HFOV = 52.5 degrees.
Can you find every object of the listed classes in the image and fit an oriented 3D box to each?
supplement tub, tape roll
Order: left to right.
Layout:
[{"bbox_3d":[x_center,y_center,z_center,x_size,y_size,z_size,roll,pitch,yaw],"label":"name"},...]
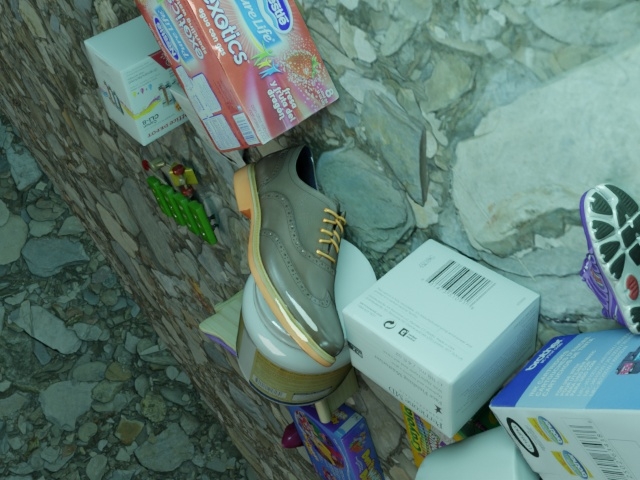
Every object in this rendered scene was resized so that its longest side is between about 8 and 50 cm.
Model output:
[{"bbox_3d":[-0.029,0.143,1.135,0.228,0.228,0.316,46,154,15],"label":"supplement tub"},{"bbox_3d":[0.263,0.374,0.861,0.169,0.246,0.246,-35,91,36],"label":"tape roll"}]

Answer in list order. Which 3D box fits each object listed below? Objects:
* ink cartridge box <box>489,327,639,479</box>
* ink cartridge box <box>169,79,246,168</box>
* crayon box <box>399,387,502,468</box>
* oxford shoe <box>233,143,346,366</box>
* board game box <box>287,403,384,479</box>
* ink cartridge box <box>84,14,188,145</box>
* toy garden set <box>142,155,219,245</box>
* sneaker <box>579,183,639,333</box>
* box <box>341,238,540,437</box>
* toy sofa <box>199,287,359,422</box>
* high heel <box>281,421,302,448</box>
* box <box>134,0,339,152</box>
[{"bbox_3d":[0.366,0.233,0.674,0.270,0.151,0.395,55,153,-2],"label":"ink cartridge box"},{"bbox_3d":[-0.186,-0.209,1.201,0.145,0.045,0.179,34,166,34],"label":"ink cartridge box"},{"bbox_3d":[0.228,0.324,1.099,0.165,0.081,0.278,26,143,44],"label":"crayon box"},{"bbox_3d":[-0.023,0.002,0.923,0.130,0.133,0.363,40,-156,-54],"label":"oxford shoe"},{"bbox_3d":[0.044,0.535,1.674,0.233,0.078,0.347,26,143,44],"label":"board game box"},{"bbox_3d":[-0.332,-0.297,1.211,0.127,0.128,0.176,39,152,27],"label":"ink cartridge box"},{"bbox_3d":[-0.336,-0.119,1.537,0.244,0.049,0.204,29,147,43],"label":"toy garden set"},{"bbox_3d":[0.285,0.022,0.650,0.071,0.068,0.170,19,139,58],"label":"sneaker"},{"bbox_3d":[0.157,0.120,0.848,0.181,0.182,0.119,30,146,38],"label":"box"},{"bbox_3d":[-0.102,0.260,1.466,0.362,0.177,0.150,27,144,41],"label":"toy sofa"},{"bbox_3d":[-0.080,0.583,1.895,0.082,0.117,0.244,48,154,11],"label":"high heel"},{"bbox_3d":[-0.125,-0.282,0.866,0.154,0.142,0.300,2,124,58],"label":"box"}]
